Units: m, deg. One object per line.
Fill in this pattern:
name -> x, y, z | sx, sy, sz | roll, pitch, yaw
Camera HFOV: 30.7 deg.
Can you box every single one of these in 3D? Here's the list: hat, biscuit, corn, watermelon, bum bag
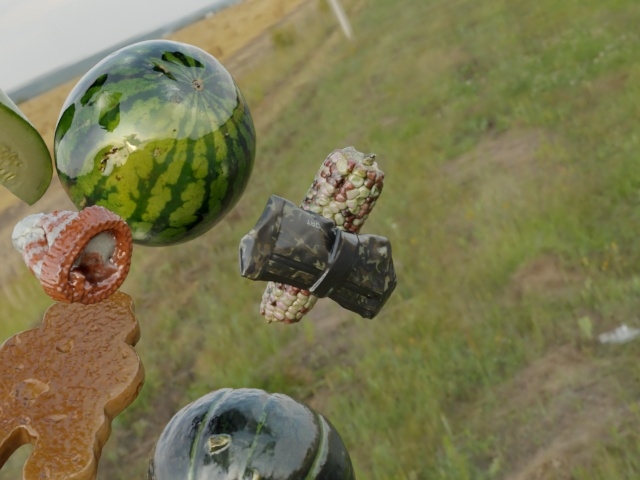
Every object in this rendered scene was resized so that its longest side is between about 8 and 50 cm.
hat -> -0.281, 0.006, 1.250 | 0.162, 0.093, 0.112 | 21, 65, 38
biscuit -> -0.325, 0.185, 1.457 | 0.202, 0.047, 0.334 | 6, 42, 12
corn -> 0.000, 0.000, 1.585 | 0.280, 0.092, 0.092 | -64, 0, 19
watermelon -> -0.234, -0.135, 1.651 | 0.285, 0.285, 0.285 | -24, 12, 5
bum bag -> 0.003, 0.021, 1.382 | 0.248, 0.102, 0.069 | 21, 1, -44

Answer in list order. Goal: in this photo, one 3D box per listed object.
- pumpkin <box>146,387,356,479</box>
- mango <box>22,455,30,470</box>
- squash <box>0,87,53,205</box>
pumpkin -> -0.104, 0.372, 1.757 | 0.323, 0.323, 0.241 | -17, 37, 32
mango -> -0.508, 0.417, 2.135 | 0.056, 0.073, 0.108 | -10, 25, 15
squash -> -0.490, -0.162, 1.721 | 0.111, 0.289, 0.203 | -33, 20, 5
